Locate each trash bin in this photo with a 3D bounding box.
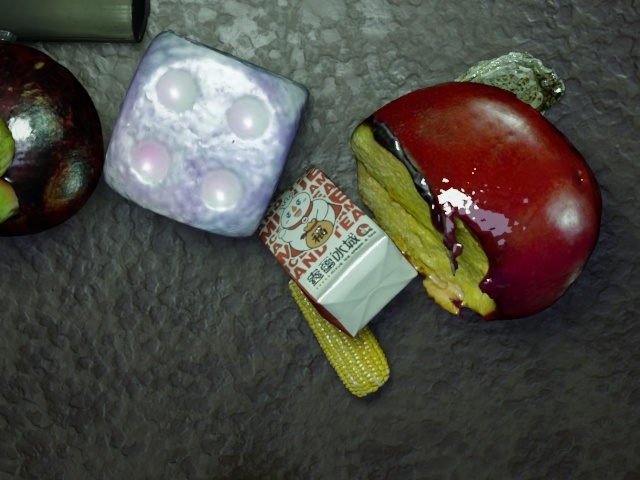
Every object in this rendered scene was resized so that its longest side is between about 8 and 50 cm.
[{"bbox_3d":[-0.435,-0.419,1.798,0.301,0.203,0.252,1,78,-2],"label":"trash bin"}]

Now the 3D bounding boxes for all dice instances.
[{"bbox_3d":[-0.184,-0.173,1.807,0.270,0.270,0.271,22,98,-5],"label":"dice"}]

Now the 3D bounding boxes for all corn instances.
[{"bbox_3d":[0.036,0.159,1.956,0.093,0.093,0.244,-30,99,4],"label":"corn"}]

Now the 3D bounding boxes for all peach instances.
[{"bbox_3d":[0.237,-0.073,1.810,0.416,0.339,0.353,20,67,-3],"label":"peach"}]

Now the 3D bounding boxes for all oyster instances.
[{"bbox_3d":[0.330,-0.270,1.910,0.177,0.064,0.125,24,113,-15],"label":"oyster"}]

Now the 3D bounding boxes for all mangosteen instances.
[{"bbox_3d":[-0.506,-0.143,1.710,0.306,0.359,0.306,12,117,25],"label":"mangosteen"}]

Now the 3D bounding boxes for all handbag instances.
[{"bbox_3d":[0.000,0.000,1.852,0.171,0.298,0.151,-44,142,-1],"label":"handbag"}]
